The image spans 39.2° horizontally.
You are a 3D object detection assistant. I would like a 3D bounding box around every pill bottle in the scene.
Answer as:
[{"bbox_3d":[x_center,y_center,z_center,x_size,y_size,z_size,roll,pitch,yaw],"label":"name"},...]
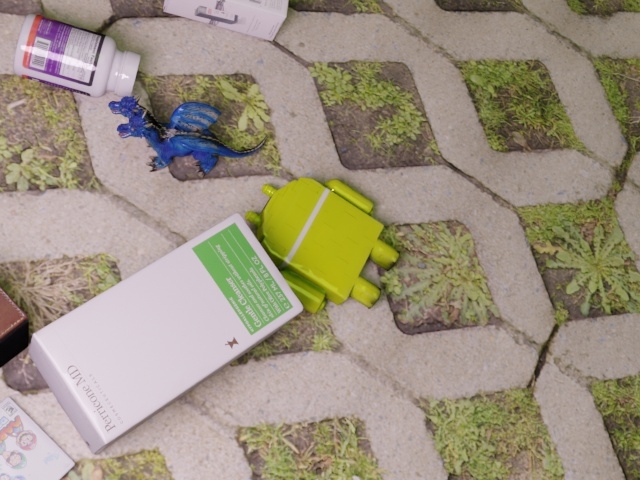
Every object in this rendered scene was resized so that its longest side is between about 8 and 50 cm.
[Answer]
[{"bbox_3d":[-0.406,-0.303,1.514,0.193,0.108,0.108,15,66,-14],"label":"pill bottle"}]

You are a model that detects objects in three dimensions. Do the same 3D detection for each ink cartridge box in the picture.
[{"bbox_3d":[-0.171,-0.482,1.674,0.218,0.092,0.158,13,66,-16],"label":"ink cartridge box"}]

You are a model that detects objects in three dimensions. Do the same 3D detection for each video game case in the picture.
[{"bbox_3d":[-0.464,0.331,1.303,0.143,0.019,0.157,45,62,1],"label":"video game case"}]

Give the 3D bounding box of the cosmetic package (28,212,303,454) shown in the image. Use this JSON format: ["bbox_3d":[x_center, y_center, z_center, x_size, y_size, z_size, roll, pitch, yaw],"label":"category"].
[{"bbox_3d":[-0.236,0.140,1.381,0.365,0.155,0.197,-34,87,-28],"label":"cosmetic package"}]

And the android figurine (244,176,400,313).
[{"bbox_3d":[0.000,0.000,1.572,0.273,0.056,0.248,30,64,-7],"label":"android figurine"}]

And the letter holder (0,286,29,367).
[{"bbox_3d":[-0.597,0.146,1.254,0.214,0.152,0.302,47,63,4],"label":"letter holder"}]

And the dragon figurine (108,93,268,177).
[{"bbox_3d":[-0.214,-0.175,1.513,0.289,0.144,0.085,4,69,-18],"label":"dragon figurine"}]
